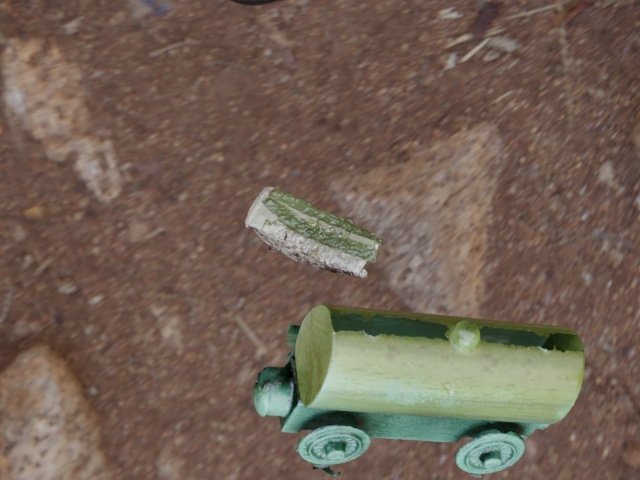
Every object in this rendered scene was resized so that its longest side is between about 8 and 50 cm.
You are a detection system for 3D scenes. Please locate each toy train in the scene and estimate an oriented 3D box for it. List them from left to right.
[{"bbox_3d":[0.093,0.121,1.438,0.307,0.126,0.189,6,131,-19],"label":"toy train"}]

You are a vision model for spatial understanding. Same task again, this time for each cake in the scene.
[{"bbox_3d":[0.000,0.000,1.400,0.140,0.055,0.051,25,75,31],"label":"cake"}]

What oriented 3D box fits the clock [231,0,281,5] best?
[{"bbox_3d":[-0.090,-0.362,1.004,0.379,0.120,0.276,44,126,11],"label":"clock"}]
